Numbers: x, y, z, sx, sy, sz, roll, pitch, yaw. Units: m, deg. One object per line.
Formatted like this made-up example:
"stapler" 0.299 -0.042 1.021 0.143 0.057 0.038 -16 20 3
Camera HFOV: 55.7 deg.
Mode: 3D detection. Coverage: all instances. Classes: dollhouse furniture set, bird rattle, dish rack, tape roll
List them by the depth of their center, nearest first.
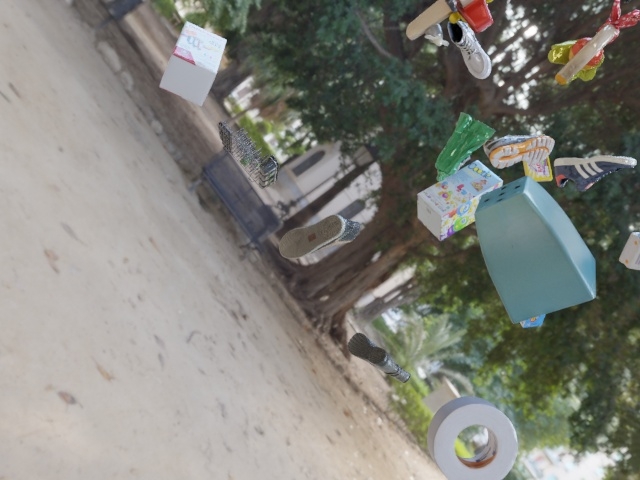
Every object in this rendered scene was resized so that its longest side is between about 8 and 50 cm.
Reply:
"bird rattle" 0.707 -0.492 1.555 0.143 0.207 0.253 47 -29 -4
"tape roll" 0.389 0.518 1.557 0.219 0.219 0.072 54 -2 -2
"dish rack" -0.265 -0.316 2.179 0.271 0.074 0.208 48 -17 7
"dollhouse furniture set" -0.282 -0.311 2.614 0.076 0.058 0.152 39 -6 37

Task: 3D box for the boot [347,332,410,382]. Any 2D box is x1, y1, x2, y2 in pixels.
"boot" 0.206 0.430 2.172 0.161 0.083 0.246 44 -9 -29

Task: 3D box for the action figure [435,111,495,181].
"action figure" 0.453 -0.293 1.996 0.137 0.232 0.063 38 3 32

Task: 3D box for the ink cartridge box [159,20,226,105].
"ink cartridge box" -0.354 -0.496 1.692 0.128 0.127 0.176 21 45 -18

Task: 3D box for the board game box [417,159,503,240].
"board game box" 0.506 -0.146 2.208 0.144 0.275 0.142 51 -16 37

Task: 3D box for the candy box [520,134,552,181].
"candy box" 0.903 -0.346 2.542 0.027 0.105 0.206 85 1 -73

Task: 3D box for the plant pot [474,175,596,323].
"plant pot" 0.413 0.005 1.199 0.234 0.165 0.166 59 32 -11

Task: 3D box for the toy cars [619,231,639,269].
"toy cars" 0.839 0.087 1.361 0.393 0.176 0.087 35 29 -28

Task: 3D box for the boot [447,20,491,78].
"boot" 0.579 -0.761 2.401 0.123 0.095 0.258 0 62 -48

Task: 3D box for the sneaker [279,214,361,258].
"sneaker" 0.000 0.000 1.652 0.118 0.222 0.083 10 63 -56

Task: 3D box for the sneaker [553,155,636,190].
"sneaker" 1.187 -0.289 2.626 0.350 0.131 0.148 4 -85 53

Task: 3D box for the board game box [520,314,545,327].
"board game box" 0.845 0.144 2.503 0.308 0.086 0.302 -108 -166 -48

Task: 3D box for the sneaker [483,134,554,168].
"sneaker" 0.550 -0.261 1.675 0.083 0.214 0.084 -120 -152 -47

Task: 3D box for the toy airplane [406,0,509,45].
"toy airplane" 0.553 -0.917 2.305 0.386 0.385 0.272 12 -23 47

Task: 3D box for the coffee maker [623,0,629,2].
"coffee maker" 0.934 -0.868 1.948 0.171 0.178 0.120 64 -36 22
